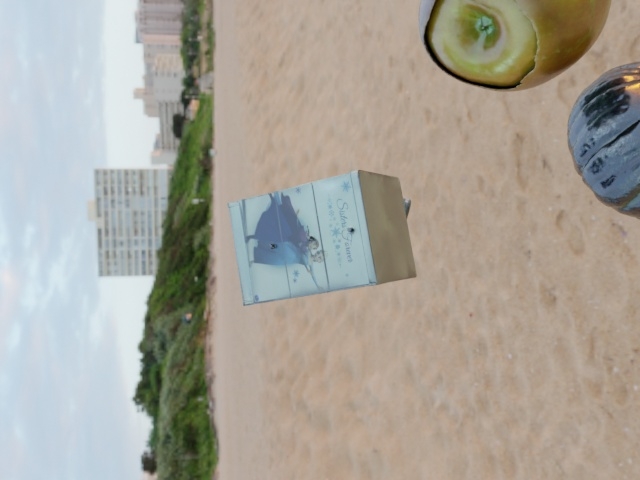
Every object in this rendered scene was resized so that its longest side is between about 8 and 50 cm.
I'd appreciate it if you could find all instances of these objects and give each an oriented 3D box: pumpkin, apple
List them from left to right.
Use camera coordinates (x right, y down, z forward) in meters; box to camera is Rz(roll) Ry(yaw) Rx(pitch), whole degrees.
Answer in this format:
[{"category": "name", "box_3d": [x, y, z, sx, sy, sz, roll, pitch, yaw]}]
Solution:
[{"category": "apple", "box_3d": [0.232, -0.293, 0.849, 0.236, 0.207, 0.237, 26, 134, 30]}, {"category": "pumpkin", "box_3d": [0.426, -0.128, 0.893, 0.162, 0.220, 0.221, 127, 145, -46]}]

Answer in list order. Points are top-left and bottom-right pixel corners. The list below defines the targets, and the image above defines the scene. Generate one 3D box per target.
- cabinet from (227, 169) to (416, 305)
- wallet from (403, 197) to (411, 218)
[{"category": "cabinet", "box_3d": [0.000, 0.000, 0.953, 0.150, 0.206, 0.145, -3, -98, -63]}, {"category": "wallet", "box_3d": [0.082, -0.013, 1.048, 0.026, 0.088, 0.129, 76, -152, -58]}]
